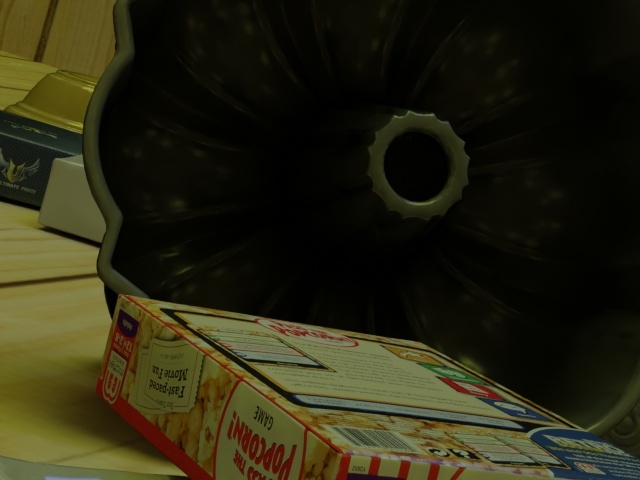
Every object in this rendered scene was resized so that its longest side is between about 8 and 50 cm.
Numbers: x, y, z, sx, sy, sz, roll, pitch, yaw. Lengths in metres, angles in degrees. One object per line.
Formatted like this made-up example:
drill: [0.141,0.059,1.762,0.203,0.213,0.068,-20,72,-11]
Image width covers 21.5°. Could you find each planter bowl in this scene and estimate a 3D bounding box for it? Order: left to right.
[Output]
planter bowl: [-0.267,-0.142,1.939,0.217,0.090,0.217,17,7,-2]

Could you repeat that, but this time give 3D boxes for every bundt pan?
bundt pan: [0.030,-0.030,0.870,0.331,0.331,0.124,15,-10,-16]

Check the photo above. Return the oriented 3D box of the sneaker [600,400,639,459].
sneaker: [0.289,0.134,0.910,0.152,0.114,0.305,10,9,-42]

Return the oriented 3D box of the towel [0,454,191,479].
towel: [0.077,0.150,0.525,0.332,0.053,0.317,11,9,-34]

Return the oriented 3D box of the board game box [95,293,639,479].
board game box: [0.020,0.072,0.616,0.147,0.045,0.193,11,8,-28]

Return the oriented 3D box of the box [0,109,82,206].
box: [-0.205,-0.058,1.519,0.232,0.059,0.183,15,8,-18]

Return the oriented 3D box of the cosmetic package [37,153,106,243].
cosmetic package: [-0.099,-0.008,1.363,0.239,0.060,0.099,17,4,4]

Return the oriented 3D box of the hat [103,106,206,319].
hat: [0.014,0.027,0.941,0.183,0.173,0.208,30,24,32]
